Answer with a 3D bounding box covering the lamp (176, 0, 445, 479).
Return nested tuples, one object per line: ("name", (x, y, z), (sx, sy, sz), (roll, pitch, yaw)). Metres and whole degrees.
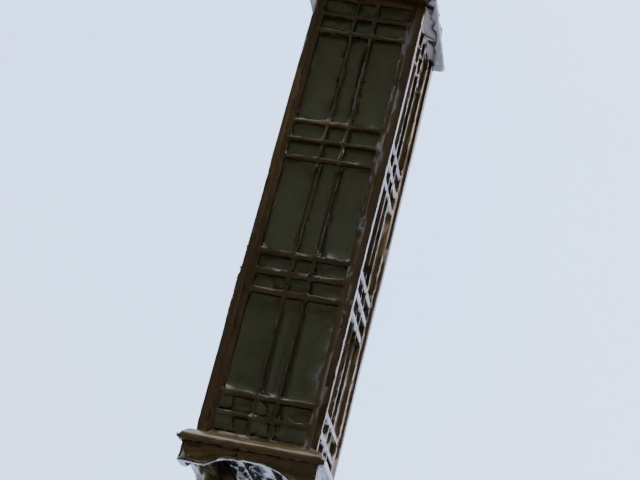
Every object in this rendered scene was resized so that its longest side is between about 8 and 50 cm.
("lamp", (0.000, 0.000, 1.010), (0.090, 0.089, 0.325), (9, -114, 11))
